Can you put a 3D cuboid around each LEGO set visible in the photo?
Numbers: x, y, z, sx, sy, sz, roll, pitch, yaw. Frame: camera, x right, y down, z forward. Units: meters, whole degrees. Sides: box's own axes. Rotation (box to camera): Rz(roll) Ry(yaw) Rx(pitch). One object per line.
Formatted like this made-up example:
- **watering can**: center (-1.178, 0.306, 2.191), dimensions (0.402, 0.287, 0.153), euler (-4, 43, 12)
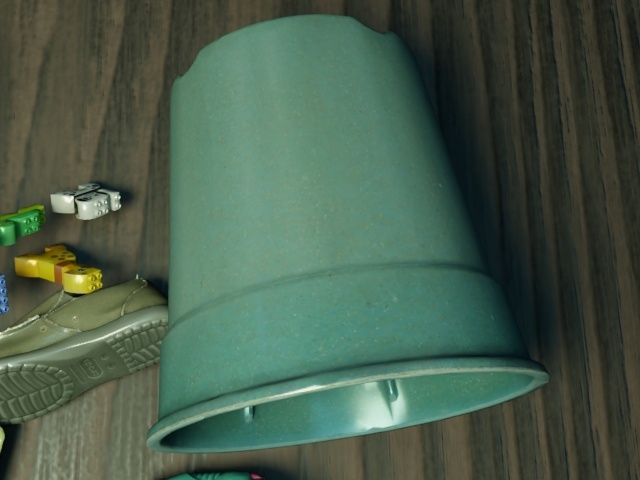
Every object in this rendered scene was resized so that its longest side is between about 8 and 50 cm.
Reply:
- **LEGO set**: center (-0.267, 0.017, 0.704), dimensions (0.093, 0.227, 0.087), euler (14, 114, 27)

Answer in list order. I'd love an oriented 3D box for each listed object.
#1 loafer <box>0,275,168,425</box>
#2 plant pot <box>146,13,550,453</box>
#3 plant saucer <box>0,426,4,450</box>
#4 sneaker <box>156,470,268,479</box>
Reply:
- **loafer**: center (-0.261, 0.106, 0.736), dimensions (0.251, 0.094, 0.087), euler (-17, 46, -12)
- **plant pot**: center (0.000, 0.000, 0.688), dimensions (0.341, 0.341, 0.334), euler (-5, 70, -11)
- **plant saucer**: center (-0.409, 0.250, 0.684), dimensions (0.188, 0.045, 0.188), euler (13, 75, -7)
- **sneaker**: center (-0.054, 0.351, 0.689), dimensions (0.178, 0.124, 0.295), euler (-16, 78, -4)
